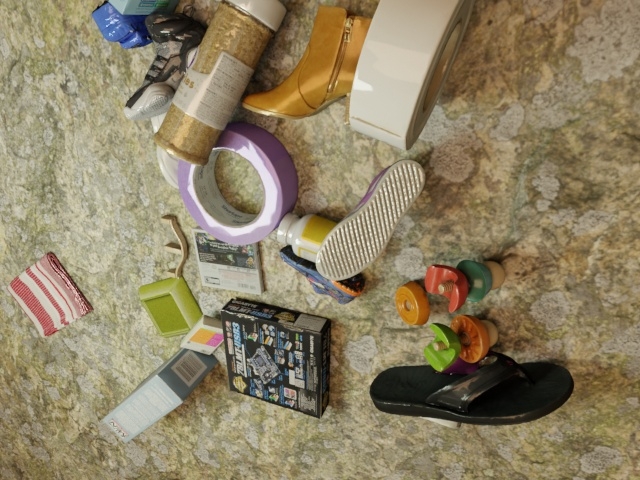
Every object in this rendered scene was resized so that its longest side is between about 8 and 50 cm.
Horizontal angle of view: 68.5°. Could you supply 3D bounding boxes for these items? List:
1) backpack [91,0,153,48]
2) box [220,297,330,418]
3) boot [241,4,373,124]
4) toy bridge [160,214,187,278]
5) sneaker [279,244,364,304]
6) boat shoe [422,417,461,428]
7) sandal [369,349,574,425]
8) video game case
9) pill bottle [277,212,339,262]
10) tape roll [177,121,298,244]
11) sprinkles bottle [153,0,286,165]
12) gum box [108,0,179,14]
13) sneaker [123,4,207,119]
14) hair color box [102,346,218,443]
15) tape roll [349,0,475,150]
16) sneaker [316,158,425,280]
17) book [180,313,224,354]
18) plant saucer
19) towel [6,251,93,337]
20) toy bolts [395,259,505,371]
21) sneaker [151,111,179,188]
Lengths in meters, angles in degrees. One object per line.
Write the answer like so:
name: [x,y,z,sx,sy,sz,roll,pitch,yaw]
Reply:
backpack: [-0.417,-0.473,1.017,0.098,0.120,0.101,-18,105,29]
box: [-0.121,0.322,1.288,0.294,0.073,0.295,10,117,21]
boot: [-0.015,-0.345,0.921,0.295,0.104,0.211,9,112,14]
toy bridge: [-0.400,0.024,1.299,0.063,0.026,0.188,11,117,18]
sneaker: [-0.007,0.084,1.123,0.221,0.083,0.087,33,130,11]
boat shoe: [0.243,0.397,1.167,0.220,0.078,0.070,10,82,23]
sandal: [0.305,0.313,1.035,0.446,0.167,0.106,-12,112,29]
video game case: [-0.245,0.053,1.247,0.191,0.022,0.173,6,116,22]
pill bottle: [0.000,0.000,1.064,0.184,0.103,0.103,21,120,14]
tape roll: [-0.194,-0.131,1.098,0.275,0.090,0.274,9,116,20]
sprinkles bottle: [-0.202,-0.326,0.931,0.121,0.121,0.355,33,104,7]
gum box: [-0.312,-0.532,0.921,0.041,0.157,0.184,45,122,-1]
sneaker: [-0.344,-0.386,1.023,0.269,0.101,0.153,-32,92,13]
hair color box: [-0.499,0.467,1.457,0.113,0.185,0.374,48,123,-4]
tape roll: [0.150,-0.291,0.753,0.100,0.286,0.286,25,121,11]
sneaker: [0.100,-0.042,0.954,0.102,0.161,0.282,42,98,-7]
book: [-0.329,0.279,1.363,0.096,0.035,0.144,26,127,-27]
plant saucer: [-0.448,0.210,1.397,0.189,0.045,0.188,-16,106,29]
towel: [-0.944,0.199,1.619,0.329,0.037,0.237,-26,100,31]
toy bolts: [0.290,0.125,1.005,0.218,0.159,0.228,-127,34,-46]
sneaker: [-0.338,-0.227,1.130,0.094,0.080,0.212,-4,111,13]
